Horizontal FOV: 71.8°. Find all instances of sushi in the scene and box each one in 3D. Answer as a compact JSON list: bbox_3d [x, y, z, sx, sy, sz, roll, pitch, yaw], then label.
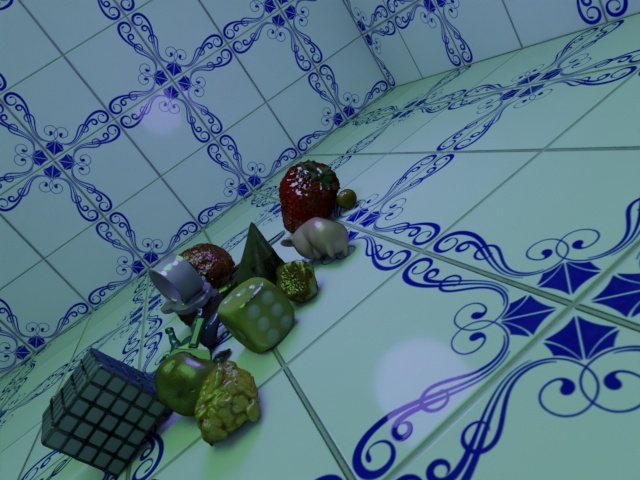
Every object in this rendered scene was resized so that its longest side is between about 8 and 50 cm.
[{"bbox_3d":[-0.486,0.290,1.742,0.241,0.107,0.161,-24,20,14],"label":"sushi"}]

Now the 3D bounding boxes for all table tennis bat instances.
[{"bbox_3d":[-0.417,0.369,1.421,0.154,0.021,0.274,1,47,5],"label":"table tennis bat"}]

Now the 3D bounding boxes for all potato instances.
[{"bbox_3d":[-0.364,0.399,1.225,0.200,0.155,0.137,9,26,24],"label":"potato"}]

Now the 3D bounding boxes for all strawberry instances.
[{"bbox_3d":[-0.079,-0.175,1.988,0.351,0.267,0.312,-50,11,43],"label":"strawberry"}]

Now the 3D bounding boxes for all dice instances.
[{"bbox_3d":[-0.195,0.224,1.344,0.166,0.169,0.169,-46,23,-27],"label":"dice"}]

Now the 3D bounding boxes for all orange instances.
[{"bbox_3d":[0.110,-0.178,1.902,0.095,0.085,0.085,-34,19,22],"label":"orange"}]

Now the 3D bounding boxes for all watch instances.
[{"bbox_3d":[-0.536,0.153,1.675,0.248,0.217,0.211,0,36,49],"label":"watch"}]

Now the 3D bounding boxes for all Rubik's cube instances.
[{"bbox_3d":[-0.622,0.482,1.273,0.237,0.237,0.238,4,58,58],"label":"Rubik's cube"}]

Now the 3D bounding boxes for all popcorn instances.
[{"bbox_3d":[-0.229,0.386,1.081,0.163,0.140,0.194,-29,22,30],"label":"popcorn"}]

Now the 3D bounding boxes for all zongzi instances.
[{"bbox_3d":[-0.266,0.118,1.498,0.289,0.317,0.154,-38,39,-8],"label":"zongzi"}]

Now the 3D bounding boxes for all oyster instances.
[{"bbox_3d":[-0.317,0.362,1.411,0.054,0.019,0.083,-47,-15,29],"label":"oyster"}]

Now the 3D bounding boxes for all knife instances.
[{"bbox_3d":[-0.309,0.053,2.128,0.343,0.027,0.061,-36,16,-4],"label":"knife"}]

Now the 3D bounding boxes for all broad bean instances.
[{"bbox_3d":[-0.451,0.245,1.861,0.318,0.056,0.098,-29,6,15],"label":"broad bean"}]

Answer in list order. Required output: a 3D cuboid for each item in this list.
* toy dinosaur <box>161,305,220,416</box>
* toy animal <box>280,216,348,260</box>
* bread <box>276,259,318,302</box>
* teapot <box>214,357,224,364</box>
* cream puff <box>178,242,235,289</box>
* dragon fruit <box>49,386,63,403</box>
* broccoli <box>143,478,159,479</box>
[{"bbox_3d":[-0.405,0.374,1.480,0.383,0.129,0.331,-39,31,-14],"label":"toy dinosaur"},{"bbox_3d":[-0.009,-0.006,1.589,0.166,0.154,0.250,4,-10,-39],"label":"toy animal"},{"bbox_3d":[-0.079,0.133,1.430,0.128,0.069,0.140,-21,66,21],"label":"bread"},{"bbox_3d":[-0.303,0.389,1.329,0.043,0.043,0.110,-38,18,-7],"label":"teapot"},{"bbox_3d":[-0.562,0.142,2.019,0.350,0.229,0.350,-38,19,16],"label":"cream puff"},{"bbox_3d":[-0.816,0.579,1.490,0.134,0.211,0.262,-26,15,4],"label":"dragon fruit"},{"bbox_3d":[-0.361,0.575,0.900,0.154,0.167,0.160,119,159,-55],"label":"broccoli"}]
